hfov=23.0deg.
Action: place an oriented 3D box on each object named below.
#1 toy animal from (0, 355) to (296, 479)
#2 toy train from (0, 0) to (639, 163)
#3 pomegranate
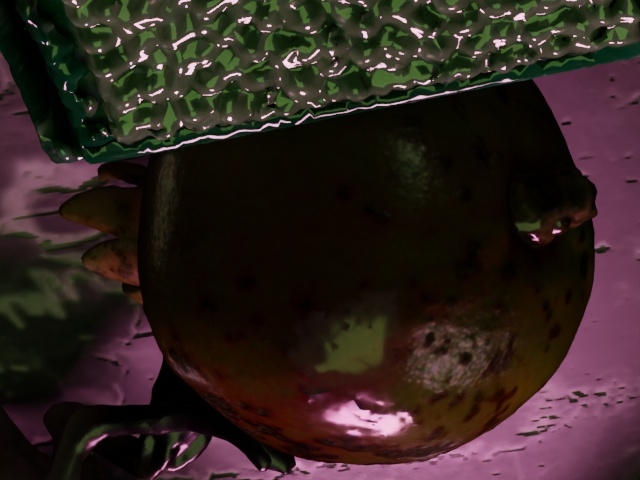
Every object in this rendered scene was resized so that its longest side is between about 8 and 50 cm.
[{"bbox_3d":[-0.119,0.196,0.814,0.195,0.090,0.324,11,95,28],"label":"toy animal"},{"bbox_3d":[-0.005,-0.127,0.571,0.270,0.154,0.115,-10,130,6],"label":"toy train"},{"bbox_3d":[-0.005,-0.012,0.670,0.246,0.198,0.198,27,137,23],"label":"pomegranate"}]
